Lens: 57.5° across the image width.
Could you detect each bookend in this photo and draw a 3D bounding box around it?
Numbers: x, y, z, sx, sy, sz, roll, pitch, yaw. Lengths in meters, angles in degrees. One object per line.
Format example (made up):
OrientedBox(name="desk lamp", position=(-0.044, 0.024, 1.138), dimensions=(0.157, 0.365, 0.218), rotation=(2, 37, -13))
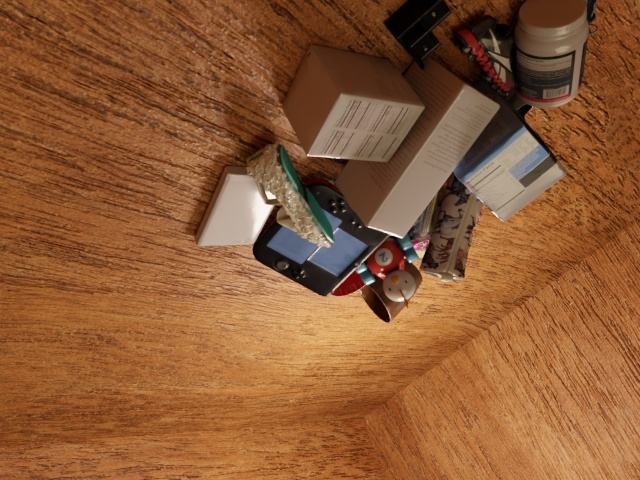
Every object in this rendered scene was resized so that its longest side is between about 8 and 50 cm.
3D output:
OrientedBox(name="bookend", position=(0.269, -0.541, 1.470), dimensions=(0.156, 0.072, 0.157), rotation=(-39, 147, 18))

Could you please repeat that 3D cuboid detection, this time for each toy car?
OrientedBox(name="toy car", position=(0.257, 0.124, 2.032), dimensions=(0.219, 0.238, 0.210), rotation=(-28, 147, 6))

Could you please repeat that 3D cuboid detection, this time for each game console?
OrientedBox(name="game console", position=(0.000, 0.000, 1.922), dimensions=(0.342, 0.060, 0.386), rotation=(33, 121, -18))

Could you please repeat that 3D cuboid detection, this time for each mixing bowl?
OrientedBox(name="mixing bowl", position=(0.099, 0.130, 2.295), dimensions=(0.181, 0.098, 0.181), rotation=(-20, 148, -13))

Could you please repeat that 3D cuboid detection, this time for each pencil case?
OrientedBox(name="pencil case", position=(0.481, -0.048, 2.066), dimensions=(0.160, 0.410, 0.183), rotation=(18, 174, 3))

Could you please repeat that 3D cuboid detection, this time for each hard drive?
OrientedBox(name="hard drive", position=(-0.242, -0.099, 1.770), dimensions=(0.203, 0.040, 0.307), rotation=(-2, 140, -34))

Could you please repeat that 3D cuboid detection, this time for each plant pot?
OrientedBox(name="plant pot", position=(0.314, 0.197, 2.481), dimensions=(0.230, 0.215, 0.215), rotation=(-35, 151, -16))

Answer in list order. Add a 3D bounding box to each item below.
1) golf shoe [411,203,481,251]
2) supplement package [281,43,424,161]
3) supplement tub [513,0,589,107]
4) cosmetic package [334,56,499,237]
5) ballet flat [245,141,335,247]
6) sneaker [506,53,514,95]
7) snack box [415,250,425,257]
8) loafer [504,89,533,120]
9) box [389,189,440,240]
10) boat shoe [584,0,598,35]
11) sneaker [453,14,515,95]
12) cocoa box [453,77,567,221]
OrientedBox(name="golf shoe", position=(0.461, -0.064, 2.234), dimensions=(0.306, 0.140, 0.115), rotation=(-25, 155, -14))
OrientedBox(name="supplement package", position=(0.078, -0.344, 1.494), dimensions=(0.263, 0.199, 0.198), rotation=(-1, 140, -34))
OrientedBox(name="supplement tub", position=(0.641, -0.528, 1.633), dimensions=(0.191, 0.191, 0.272), rotation=(-25, 141, -2))
OrientedBox(name="cosmetic package", position=(0.256, -0.259, 1.632), dimensions=(0.162, 0.230, 0.453), rotation=(17, 118, -37))
OrientedBox(name="ballet flat", position=(-0.090, -0.119, 1.700), dimensions=(0.147, 0.147, 0.409), rotation=(-29, 132, 3))
OrientedBox(name="sneaker", position=(0.567, -0.502, 1.760), dimensions=(0.065, 0.061, 0.158), rotation=(-35, 149, 2))
OrientedBox(name="snack box", position=(0.411, -0.008, 2.359), dimensions=(0.322, 0.060, 0.187), rotation=(-1, 141, -35))
OrientedBox(name="loafer", position=(0.616, -0.399, 1.914), dimensions=(0.094, 0.087, 0.251), rotation=(-3, 141, -33))
OrientedBox(name="box", position=(0.248, -0.135, 1.986), dimensions=(0.318, 0.097, 0.395), rotation=(-14, 140, -12))
OrientedBox(name="boat shoe", position=(0.747, -0.632, 1.659), dimensions=(0.089, 0.109, 0.258), rotation=(-25, 151, -10))
OrientedBox(name="sneaker", position=(0.488, -0.516, 1.615), dimensions=(0.135, 0.097, 0.276), rotation=(-42, 132, 17))
OrientedBox(name="cocoa box", position=(0.510, -0.275, 1.725), dimensions=(0.228, 0.347, 0.231), rotation=(36, 115, -28))
